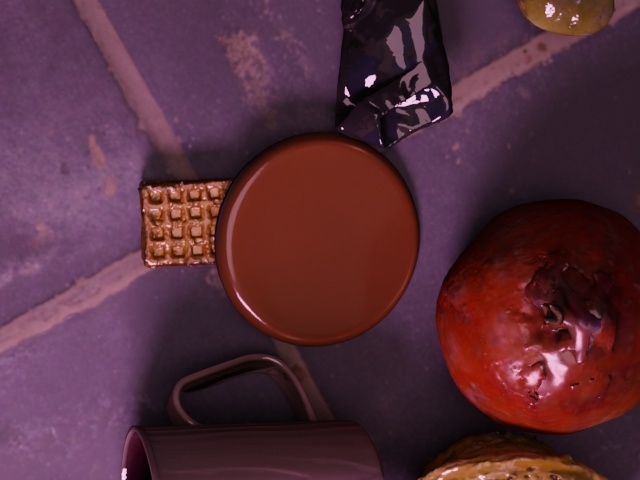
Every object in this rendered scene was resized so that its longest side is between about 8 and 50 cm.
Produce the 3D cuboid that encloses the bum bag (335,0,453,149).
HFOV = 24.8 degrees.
[{"bbox_3d":[0.086,-0.258,1.655,0.137,0.074,0.310,1,90,8],"label":"bum bag"}]

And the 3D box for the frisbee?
[{"bbox_3d":[0.000,0.000,1.678,0.251,0.021,0.251,-2,97,-19],"label":"frisbee"}]

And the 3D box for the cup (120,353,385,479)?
[{"bbox_3d":[-0.089,0.289,1.635,0.273,0.288,0.208,-2,125,-19],"label":"cup"}]

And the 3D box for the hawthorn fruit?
[{"bbox_3d":[0.255,0.087,1.596,0.276,0.307,0.276,0,91,9],"label":"hawthorn fruit"}]

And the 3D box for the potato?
[{"bbox_3d":[0.264,-0.318,1.659,0.105,0.085,0.188,-23,93,-4],"label":"potato"}]

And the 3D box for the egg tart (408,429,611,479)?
[{"bbox_3d":[0.211,0.311,1.671,0.288,0.118,0.288,-1,133,-1],"label":"egg tart"}]

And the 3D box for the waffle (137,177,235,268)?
[{"bbox_3d":[-0.135,-0.023,1.680,0.148,0.042,0.102,-3,96,-4],"label":"waffle"}]
